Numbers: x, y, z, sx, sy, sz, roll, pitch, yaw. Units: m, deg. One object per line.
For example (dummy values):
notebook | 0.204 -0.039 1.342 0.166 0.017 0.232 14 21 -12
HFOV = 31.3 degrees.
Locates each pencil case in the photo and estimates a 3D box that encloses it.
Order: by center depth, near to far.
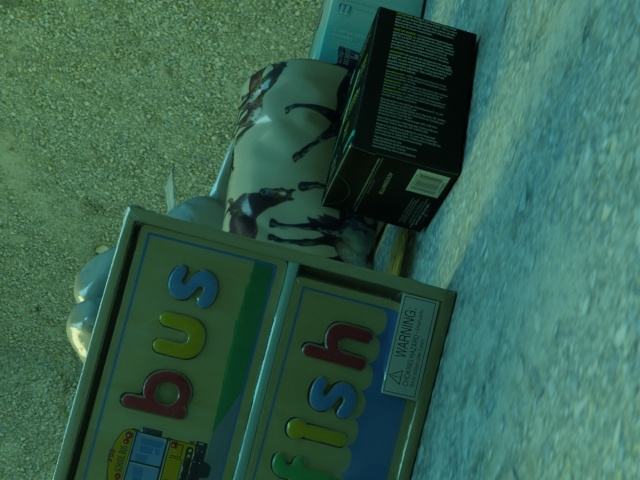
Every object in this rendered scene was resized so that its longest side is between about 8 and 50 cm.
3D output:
pencil case | -0.011 0.009 1.157 0.160 0.183 0.410 75 -162 -62

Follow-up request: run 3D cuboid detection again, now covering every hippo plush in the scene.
hippo plush | -0.135 0.088 1.328 0.234 0.236 0.294 -22 37 30

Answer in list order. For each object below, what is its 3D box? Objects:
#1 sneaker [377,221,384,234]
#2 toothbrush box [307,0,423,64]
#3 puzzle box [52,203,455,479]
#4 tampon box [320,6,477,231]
sneaker | 0.000 0.000 1.430 0.321 0.126 0.127 -57 20 35
toothbrush box | 0.051 -0.253 1.557 0.216 0.126 0.296 117 168 -65
puzzle box | -0.074 0.200 0.895 0.052 0.272 0.409 169 115 -84
tampon box | 0.075 -0.113 1.079 0.120 0.101 0.161 116 168 -61
